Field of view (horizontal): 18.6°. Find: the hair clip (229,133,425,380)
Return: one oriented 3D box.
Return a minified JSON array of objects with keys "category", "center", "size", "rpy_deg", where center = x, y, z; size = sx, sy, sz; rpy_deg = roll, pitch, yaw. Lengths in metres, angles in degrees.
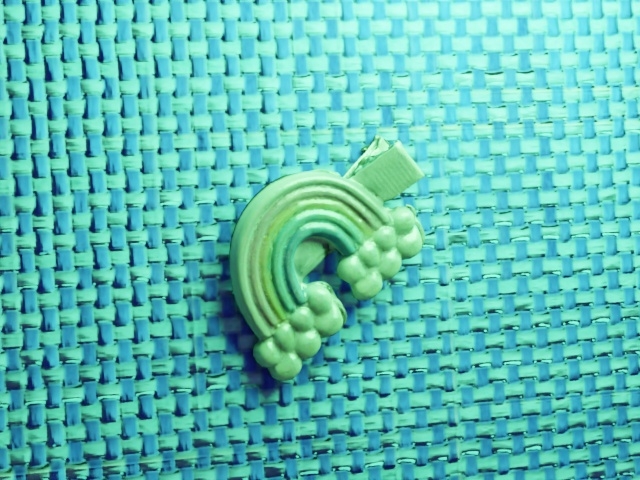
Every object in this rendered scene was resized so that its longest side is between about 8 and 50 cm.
[{"category":"hair clip","center":[0.000,0.000,1.666],"size":[0.220,0.054,0.140],"rpy_deg":[-44,110,-14]}]
